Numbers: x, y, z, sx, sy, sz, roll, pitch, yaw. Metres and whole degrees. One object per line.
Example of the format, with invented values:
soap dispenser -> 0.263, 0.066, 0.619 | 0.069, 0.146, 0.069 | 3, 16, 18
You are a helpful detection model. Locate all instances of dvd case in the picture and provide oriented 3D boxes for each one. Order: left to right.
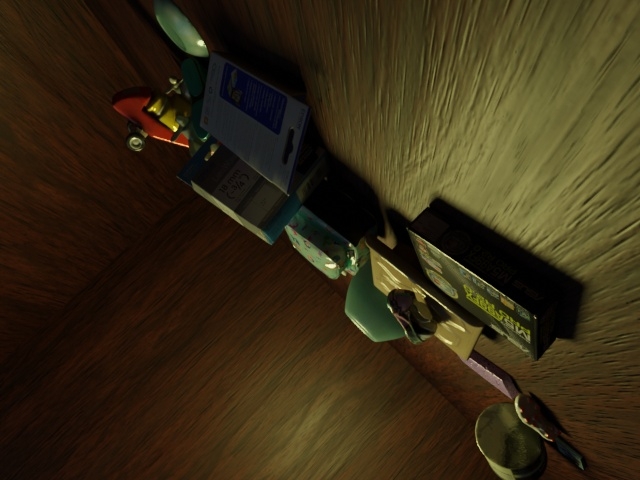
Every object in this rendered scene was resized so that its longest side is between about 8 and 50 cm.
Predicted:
dvd case -> 0.771, 0.657, 1.486 | 0.087, 0.013, 0.119 | 37, 168, 46

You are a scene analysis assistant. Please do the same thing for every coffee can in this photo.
coffee can -> 0.635, 0.676, 1.594 | 0.201, 0.201, 0.275 | 39, 170, 41

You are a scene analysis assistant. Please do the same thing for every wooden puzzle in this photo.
wooden puzzle -> 0.261, 0.133, 1.184 | 0.322, 0.080, 0.348 | 40, 169, 25

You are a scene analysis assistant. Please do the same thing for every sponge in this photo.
sponge -> 0.499, 0.389, 1.473 | 0.117, 0.031, 0.210 | 51, 171, -35

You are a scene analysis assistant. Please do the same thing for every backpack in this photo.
backpack -> 0.036, -0.017, 1.255 | 0.225, 0.191, 0.253 | 38, 172, 22

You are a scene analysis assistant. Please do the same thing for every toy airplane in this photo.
toy airplane -> -0.416, -0.397, 1.575 | 0.386, 0.272, 0.384 | 35, -152, 12

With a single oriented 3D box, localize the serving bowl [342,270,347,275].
serving bowl -> 0.095, 0.124, 2.225 | 0.083, 0.027, 0.083 | 44, 173, 7

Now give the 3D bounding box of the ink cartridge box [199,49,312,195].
ink cartridge box -> -0.131, -0.253, 0.995 | 0.069, 0.175, 0.371 | -7, -144, -39

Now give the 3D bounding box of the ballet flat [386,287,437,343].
ballet flat -> 0.226, 0.185, 1.124 | 0.079, 0.077, 0.221 | 2, 144, 35

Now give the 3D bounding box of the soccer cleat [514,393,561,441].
soccer cleat -> 0.605, 0.501, 1.374 | 0.196, 0.068, 0.076 | 45, 176, -18

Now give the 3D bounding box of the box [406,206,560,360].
box -> 0.290, 0.078, 0.867 | 0.270, 0.060, 0.216 | 40, 170, 36

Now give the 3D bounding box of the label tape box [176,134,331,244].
label tape box -> -0.181, -0.183, 1.161 | 0.334, 0.240, 0.106 | 34, 170, 18

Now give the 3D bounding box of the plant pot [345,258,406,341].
plant pot -> 0.192, 0.203, 1.518 | 0.290, 0.195, 0.290 | 44, 172, 8

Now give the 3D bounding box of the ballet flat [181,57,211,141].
ballet flat -> -0.323, -0.393, 1.361 | 0.087, 0.083, 0.247 | -1, -107, -63

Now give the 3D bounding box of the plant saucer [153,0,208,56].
plant saucer -> -0.366, -0.538, 1.227 | 0.195, 0.037, 0.195 | 44, 173, 7
